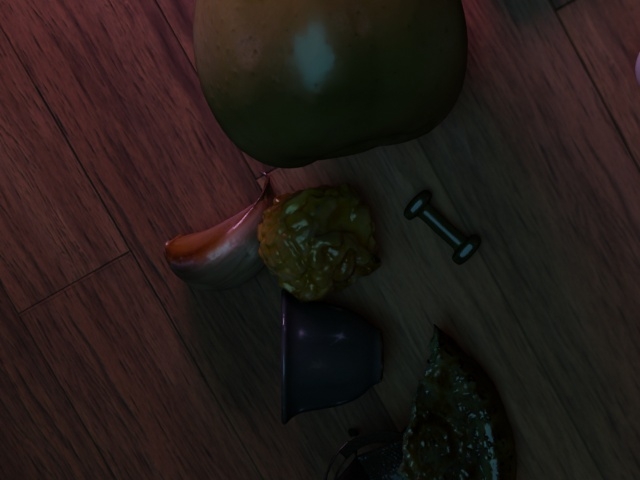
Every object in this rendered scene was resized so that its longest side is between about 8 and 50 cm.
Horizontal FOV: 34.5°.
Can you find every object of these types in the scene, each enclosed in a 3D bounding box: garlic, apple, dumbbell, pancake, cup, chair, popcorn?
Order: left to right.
[{"bbox_3d":[-0.131,0.012,1.549,0.206,0.128,0.115,-33,115,15],"label":"garlic"},{"bbox_3d":[0.000,0.000,1.473,0.170,0.180,0.180,34,114,38],"label":"popcorn"},{"bbox_3d":[0.013,-0.265,1.309,0.357,0.357,0.358,4,105,16],"label":"apple"},{"bbox_3d":[0.016,0.169,1.515,0.149,0.199,0.199,0,105,-1],"label":"cup"},{"bbox_3d":[0.096,0.346,1.508,0.149,0.213,0.174,-24,97,26],"label":"chair"},{"bbox_3d":[0.174,-0.019,1.475,0.118,0.046,0.052,42,106,3],"label":"dumbbell"},{"bbox_3d":[0.201,0.303,1.485,0.197,0.054,0.377,-18,93,-22],"label":"pancake"}]

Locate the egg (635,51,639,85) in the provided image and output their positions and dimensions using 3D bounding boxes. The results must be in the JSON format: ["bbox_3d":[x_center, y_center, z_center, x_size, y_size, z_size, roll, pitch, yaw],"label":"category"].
[{"bbox_3d":[0.496,-0.227,1.271,0.209,0.151,0.151,-10,101,27],"label":"egg"}]
